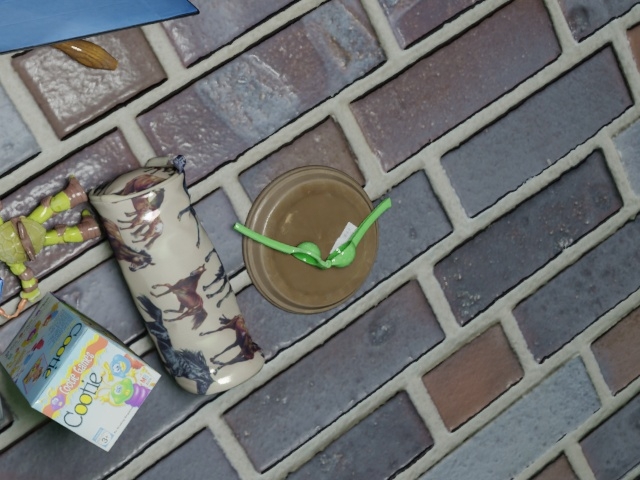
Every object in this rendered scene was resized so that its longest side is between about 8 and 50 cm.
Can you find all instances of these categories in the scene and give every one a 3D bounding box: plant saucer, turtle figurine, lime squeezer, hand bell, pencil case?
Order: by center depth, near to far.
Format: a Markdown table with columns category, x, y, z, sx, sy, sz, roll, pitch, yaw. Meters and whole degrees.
| category | x | y | z | sx | sy | sz | roll | pitch | yaw |
| --- | --- | --- | --- | --- | --- | --- | --- | --- | --- |
| hand bell | -0.425 | -0.321 | 1.728 | 0.242 | 0.126 | 0.126 | 19 | 90 | -40 |
| turtle figurine | -0.474 | -0.022 | 1.747 | 0.217 | 0.087 | 0.269 | -27 | 109 | -20 |
| pencil case | -0.229 | 0.065 | 1.838 | 0.183 | 0.160 | 0.410 | -43 | 118 | -46 |
| lime squeezer | 0.000 | 0.000 | 1.955 | 0.310 | 0.059 | 0.110 | -10 | 103 | -24 |
| plant saucer | -0.009 | 0.002 | 2.005 | 0.278 | 0.041 | 0.277 | -4 | 100 | -26 |

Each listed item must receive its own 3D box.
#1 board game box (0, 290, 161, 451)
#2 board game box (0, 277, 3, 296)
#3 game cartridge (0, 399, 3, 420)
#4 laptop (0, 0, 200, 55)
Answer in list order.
| category | x | y | z | sx | sy | sz | roll | pitch | yaw |
| --- | --- | --- | --- | --- | --- | --- | --- | --- | --- |
| board game box | -0.383 | 0.199 | 1.723 | 0.142 | 0.275 | 0.144 | 38 | 82 | -26 |
| board game box | -0.586 | 0.151 | 1.686 | 0.160 | 0.047 | 0.210 | 8 | 95 | -27 |
| game cartridge | -0.633 | 0.198 | 1.728 | 0.196 | 0.060 | 0.294 | -32 | 111 | -22 |
| laptop | -0.432 | -0.480 | 1.566 | 0.382 | 0.236 | 0.407 | -20 | 104 | -34 |
